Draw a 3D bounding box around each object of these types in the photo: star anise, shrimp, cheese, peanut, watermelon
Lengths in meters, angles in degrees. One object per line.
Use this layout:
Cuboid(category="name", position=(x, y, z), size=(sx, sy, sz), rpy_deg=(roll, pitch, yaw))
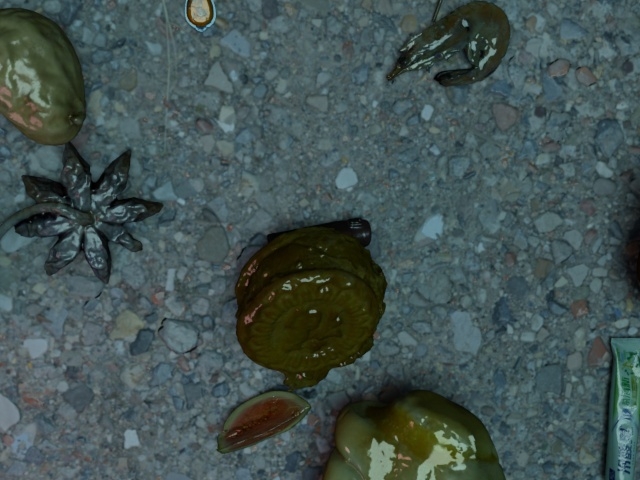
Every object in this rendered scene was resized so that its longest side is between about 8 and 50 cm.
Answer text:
Cuboid(category="star anise", position=(-0.368, -0.034, 1.299), size=(0.262, 0.081, 0.230), rpy_deg=(-12, 111, -11))
Cuboid(category="shrimp", position=(0.210, -0.296, 1.385), size=(0.223, 0.047, 0.126), rpy_deg=(-31, 113, -6))
Cuboid(category="cheese", position=(-0.185, -0.374, 1.312), size=(0.047, 0.017, 0.111), rpy_deg=(-6, 99, -12))
Cuboid(category="peanut", position=(-0.449, -0.261, 1.220), size=(0.291, 0.143, 0.159), rpy_deg=(33, 84, -10))
Cuboid(category="watermelon", position=(-0.098, 0.287, 1.405), size=(0.163, 0.087, 0.069), rpy_deg=(-24, 72, -6))

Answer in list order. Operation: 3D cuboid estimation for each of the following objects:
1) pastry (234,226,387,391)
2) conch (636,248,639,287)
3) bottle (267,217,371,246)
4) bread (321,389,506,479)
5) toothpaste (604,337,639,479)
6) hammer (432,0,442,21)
Cuboid(category="pastry", position=(-0.013, 0.096, 1.340), size=(0.240, 0.132, 0.235), rpy_deg=(-29, 133, 12))
Cuboid(category="conch", position=(0.648, 0.042, 1.409), size=(0.368, 0.249, 0.197), rpy_deg=(46, 51, -43))
Cuboid(category="bottle", position=(0.000, 0.000, 1.382), size=(0.164, 0.060, 0.060), rpy_deg=(-11, 100, -9))
Cuboid(category="bread", position=(0.142, 0.405, 1.396), size=(0.300, 0.210, 0.341), rpy_deg=(13, 90, 10))
Cuboid(category="toothpaste", position=(0.540, 0.318, 1.537), size=(0.075, 0.048, 0.297), rpy_deg=(3, 94, -8))
Cuboid(category="hammer", position=(0.200, -0.401, 1.374), size=(0.019, 0.035, 0.110), rpy_deg=(15, 105, -11))
